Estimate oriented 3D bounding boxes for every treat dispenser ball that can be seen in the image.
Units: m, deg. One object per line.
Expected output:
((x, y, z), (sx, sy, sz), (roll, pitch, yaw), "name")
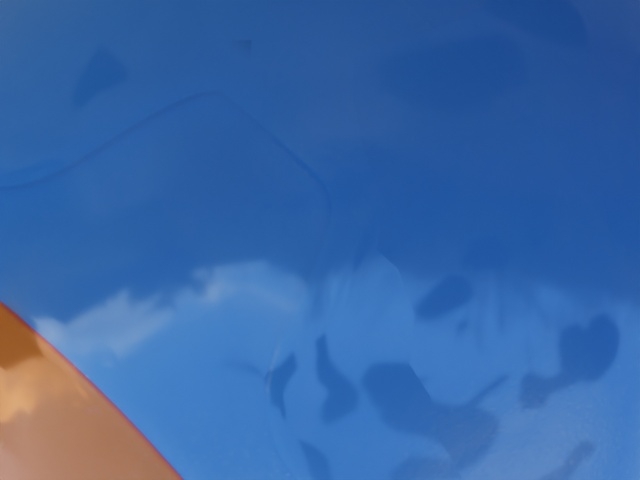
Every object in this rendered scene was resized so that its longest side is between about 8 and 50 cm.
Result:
((0.000, 0.000, 0.543), (0.288, 0.288, 0.288), (-9, 165, -3), "treat dispenser ball")
